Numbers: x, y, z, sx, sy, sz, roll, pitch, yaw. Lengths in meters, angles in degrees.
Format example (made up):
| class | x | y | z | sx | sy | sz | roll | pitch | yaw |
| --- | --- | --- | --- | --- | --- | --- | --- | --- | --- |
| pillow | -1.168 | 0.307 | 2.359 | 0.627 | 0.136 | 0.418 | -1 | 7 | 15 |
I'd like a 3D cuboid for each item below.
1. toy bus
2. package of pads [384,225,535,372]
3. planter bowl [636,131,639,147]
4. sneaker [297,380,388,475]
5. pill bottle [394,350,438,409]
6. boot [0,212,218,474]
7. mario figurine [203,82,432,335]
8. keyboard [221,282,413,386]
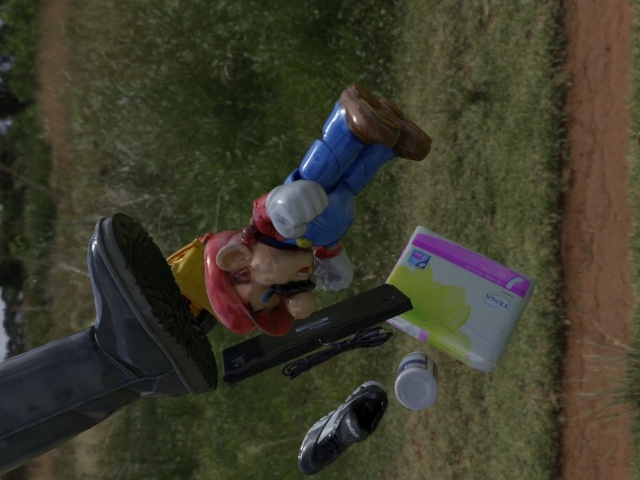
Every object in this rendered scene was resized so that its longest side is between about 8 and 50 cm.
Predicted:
| class | x | y | z | sx | sy | sz | roll | pitch | yaw |
| --- | --- | --- | --- | --- | --- | --- | --- | --- | --- |
| toy bus | -0.282 | 0.087 | 1.284 | 0.220 | 0.149 | 0.211 | -28 | 30 | 39 |
| package of pads | 0.293 | 0.131 | 1.392 | 0.229 | 0.296 | 0.101 | -58 | -19 | -18 |
| planter bowl | 0.504 | -0.121 | 0.745 | 0.090 | 0.217 | 0.217 | -63 | 25 | 2 |
| sneaker | 0.046 | 0.369 | 1.225 | 0.234 | 0.078 | 0.106 | -42 | 0 | -8 |
| pill bottle | 0.221 | 0.310 | 1.424 | 0.169 | 0.094 | 0.094 | -35 | -45 | -76 |
| boot | -0.199 | 0.087 | 0.456 | 0.076 | 0.208 | 0.189 | -102 | -4 | -55 |
| mario figurine | 0.000 | 0.000 | 0.698 | 0.320 | 0.198 | 0.170 | -50 | 29 | 23 |
| keyboard | -0.002 | 0.155 | 0.981 | 0.201 | 0.317 | 0.033 | -135 | 24 | -76 |
